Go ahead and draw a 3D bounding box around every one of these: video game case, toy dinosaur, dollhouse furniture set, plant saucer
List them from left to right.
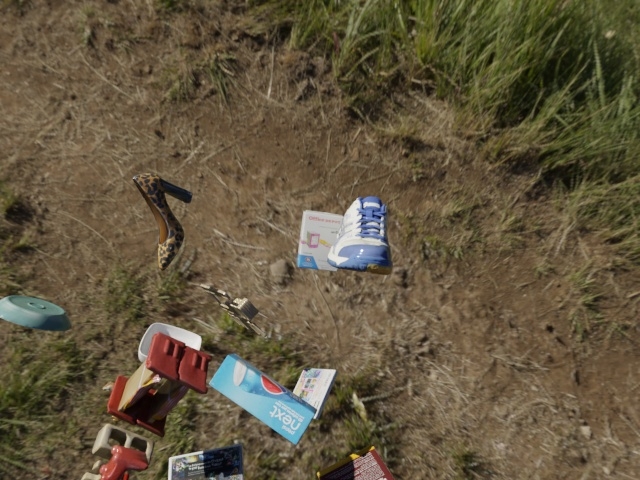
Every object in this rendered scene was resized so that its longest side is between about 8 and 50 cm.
[{"bbox_3d":[-0.443,0.109,0.891,0.119,0.119,0.021,19,89,5],"label":"plant saucer"},{"bbox_3d":[-0.539,0.479,1.669,0.212,0.112,0.064,34,126,-5],"label":"toy dinosaur"},{"bbox_3d":[-0.370,0.408,1.236,0.152,0.374,0.201,33,119,-23],"label":"dollhouse furniture set"},{"bbox_3d":[-0.282,0.603,1.419,0.191,0.022,0.173,-12,47,1],"label":"video game case"},{"bbox_3d":[-0.029,0.458,1.732,0.019,0.143,0.157,44,56,-28],"label":"video game case"}]

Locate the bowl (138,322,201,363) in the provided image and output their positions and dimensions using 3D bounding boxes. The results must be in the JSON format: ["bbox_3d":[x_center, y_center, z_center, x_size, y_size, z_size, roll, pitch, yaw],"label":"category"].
[{"bbox_3d":[-0.382,0.279,1.453,0.142,0.142,0.053,19,117,-7],"label":"bowl"}]

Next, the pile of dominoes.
[{"bbox_3d":[-0.263,0.207,1.802,0.040,0.251,0.196,-47,112,-19],"label":"pile of dominoes"}]

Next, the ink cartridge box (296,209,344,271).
[{"bbox_3d":[0.000,0.000,1.251,0.089,0.052,0.122,7,95,-5],"label":"ink cartridge box"}]

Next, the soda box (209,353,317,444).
[{"bbox_3d":[-0.113,0.313,1.153,0.210,0.067,0.071,32,85,7],"label":"soda box"}]

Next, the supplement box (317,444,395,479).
[{"bbox_3d":[0.123,0.745,1.684,0.191,0.194,0.129,-24,117,-12],"label":"supplement box"}]

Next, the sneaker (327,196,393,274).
[{"bbox_3d":[0.076,-0.018,1.063,0.112,0.296,0.130,12,98,-5],"label":"sneaker"}]

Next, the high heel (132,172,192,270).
[{"bbox_3d":[-0.483,-0.057,1.657,0.093,0.186,0.261,-6,67,45],"label":"high heel"}]
